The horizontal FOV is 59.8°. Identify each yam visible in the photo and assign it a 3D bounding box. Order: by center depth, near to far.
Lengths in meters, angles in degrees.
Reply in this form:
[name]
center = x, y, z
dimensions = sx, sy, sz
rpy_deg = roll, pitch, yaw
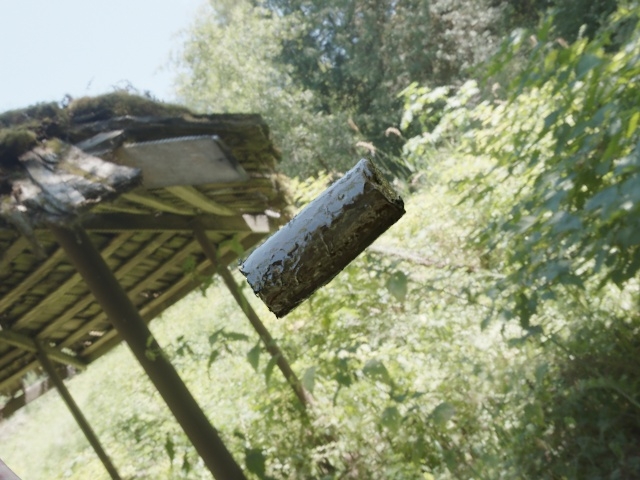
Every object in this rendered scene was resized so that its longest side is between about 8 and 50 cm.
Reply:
[yam]
center = 0.001, 0.001, 0.867
dimensions = 0.279, 0.131, 0.131
rpy_deg = -40, -6, 13

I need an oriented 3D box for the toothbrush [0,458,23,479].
[toothbrush]
center = -0.269, 0.133, 0.395
dimensions = 0.021, 0.269, 0.027
rpy_deg = -51, -6, -43
